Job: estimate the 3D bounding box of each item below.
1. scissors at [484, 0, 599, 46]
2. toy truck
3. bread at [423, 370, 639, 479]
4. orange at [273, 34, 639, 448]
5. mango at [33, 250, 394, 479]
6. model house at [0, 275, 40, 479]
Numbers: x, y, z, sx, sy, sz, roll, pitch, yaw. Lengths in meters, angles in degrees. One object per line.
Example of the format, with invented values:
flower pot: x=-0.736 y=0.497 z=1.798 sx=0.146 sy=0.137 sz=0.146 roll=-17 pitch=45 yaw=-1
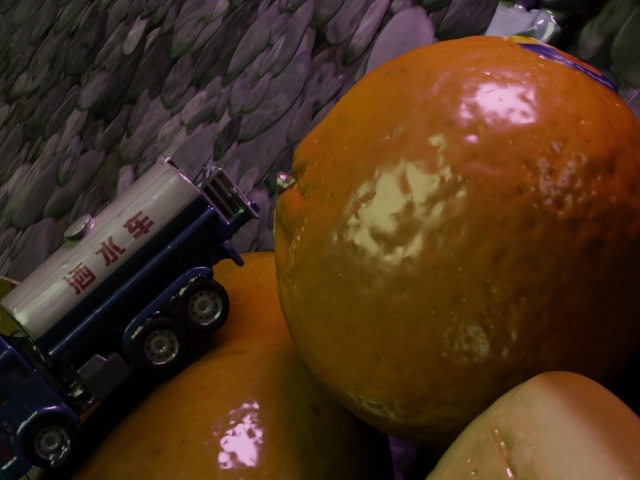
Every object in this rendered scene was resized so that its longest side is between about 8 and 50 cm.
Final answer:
scissors: x=0.114 y=-0.108 z=1.159 sx=0.383 sy=0.029 sz=0.256 roll=-62 pitch=29 yaw=0
toy truck: x=-0.119 y=0.038 z=0.972 sx=0.201 sy=0.088 sz=0.074 roll=-42 pitch=21 yaw=-9
bread: x=0.113 y=0.156 z=0.771 sx=0.147 sy=0.098 sz=0.217 roll=-51 pitch=27 yaw=16
orange: x=0.076 y=0.001 z=0.925 sx=0.219 sy=0.193 sz=0.219 roll=-38 pitch=45 yaw=53
mango: x=-0.067 y=0.146 z=1.017 sx=0.253 sy=0.182 sz=0.365 roll=-37 pitch=31 yaw=36
model house: x=-0.168 y=0.118 z=1.346 sx=0.136 sy=0.207 sz=0.219 roll=-31 pitch=-10 yaw=-42
